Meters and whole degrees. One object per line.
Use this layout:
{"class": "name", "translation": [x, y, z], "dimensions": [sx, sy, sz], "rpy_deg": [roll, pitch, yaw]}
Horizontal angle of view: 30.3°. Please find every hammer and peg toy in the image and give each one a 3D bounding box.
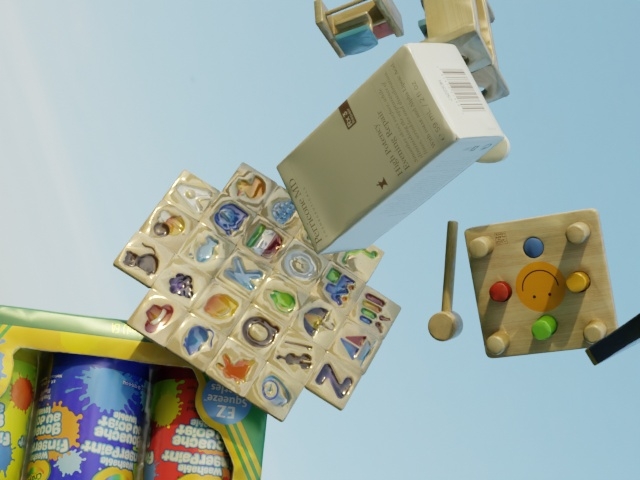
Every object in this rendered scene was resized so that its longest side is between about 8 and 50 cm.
{"class": "hammer and peg toy", "translation": [0.356, 0.084, 2.196], "dimensions": [0.361, 0.127, 0.266], "rpy_deg": [-8, -86, 24]}

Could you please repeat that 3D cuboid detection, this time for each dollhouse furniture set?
{"class": "dollhouse furniture set", "translation": [0.105, -0.222, 1.364], "dimensions": [0.129, 0.184, 0.129], "rpy_deg": [48, 31, -50]}

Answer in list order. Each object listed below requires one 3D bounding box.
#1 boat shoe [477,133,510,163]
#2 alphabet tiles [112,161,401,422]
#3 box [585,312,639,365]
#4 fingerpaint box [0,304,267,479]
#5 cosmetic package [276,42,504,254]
{"class": "boat shoe", "translation": [0.267, -0.200, 2.200], "dimensions": [0.219, 0.070, 0.077], "rpy_deg": [27, -77, 33]}
{"class": "alphabet tiles", "translation": [-0.076, 0.060, 1.515], "dimensions": [0.342, 0.285, 0.011], "rpy_deg": [33, -30, -1]}
{"class": "box", "translation": [0.522, 0.122, 1.837], "dimensions": [0.036, 0.136, 0.225], "rpy_deg": [60, -28, 15]}
{"class": "fingerpaint box", "translation": [-0.300, 0.290, 1.510], "dimensions": [0.163, 0.445, 0.371], "rpy_deg": [115, -18, -70]}
{"class": "cosmetic package", "translation": [0.065, -0.089, 1.202], "dimensions": [0.231, 0.085, 0.117], "rpy_deg": [-41, -113, 40]}
